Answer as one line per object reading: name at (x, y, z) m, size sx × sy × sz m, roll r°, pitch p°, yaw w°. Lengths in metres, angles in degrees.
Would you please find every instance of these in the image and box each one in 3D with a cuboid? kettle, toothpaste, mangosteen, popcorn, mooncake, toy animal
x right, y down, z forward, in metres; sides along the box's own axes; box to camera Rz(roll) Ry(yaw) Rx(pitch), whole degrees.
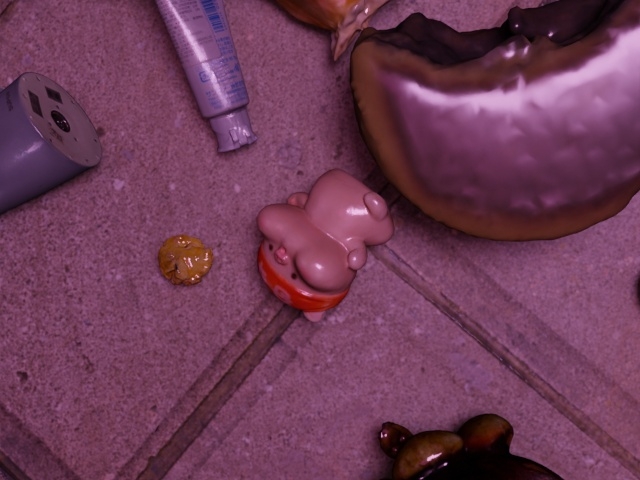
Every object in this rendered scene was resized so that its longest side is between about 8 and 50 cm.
kettle at (-0.489, -0.145, 0.922) m, size 0.243 × 0.160 × 0.211 m, roll -28°, pitch 68°, yaw 12°
toothpaste at (-0.165, -0.278, 0.861) m, size 0.114 × 0.073 × 0.300 m, roll -28°, pitch 112°, yaw -31°
mangosteen at (0.188, 0.381, 0.768) m, size 0.306 × 0.307 × 0.347 m, roll -33°, pitch 56°, yaw 6°
popcorn at (-0.208, 0.040, 0.926) m, size 0.084 × 0.084 × 0.084 m, roll 0°, pitch 90°, yaw 7°
mooncake at (0.236, -0.201, 0.769) m, size 0.393 × 0.246 × 0.394 m, roll 29°, pitch 102°, yaw 6°
toy animal at (0.000, 0.000, 0.850) m, size 0.171 × 0.171 × 0.198 m, roll 41°, pitch 91°, yaw 5°

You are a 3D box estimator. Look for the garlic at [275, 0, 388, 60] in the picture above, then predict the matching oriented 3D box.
garlic at (-0.009, -0.435, 0.806) m, size 0.286 × 0.250 × 0.313 m, roll -32°, pitch 114°, yaw 30°
